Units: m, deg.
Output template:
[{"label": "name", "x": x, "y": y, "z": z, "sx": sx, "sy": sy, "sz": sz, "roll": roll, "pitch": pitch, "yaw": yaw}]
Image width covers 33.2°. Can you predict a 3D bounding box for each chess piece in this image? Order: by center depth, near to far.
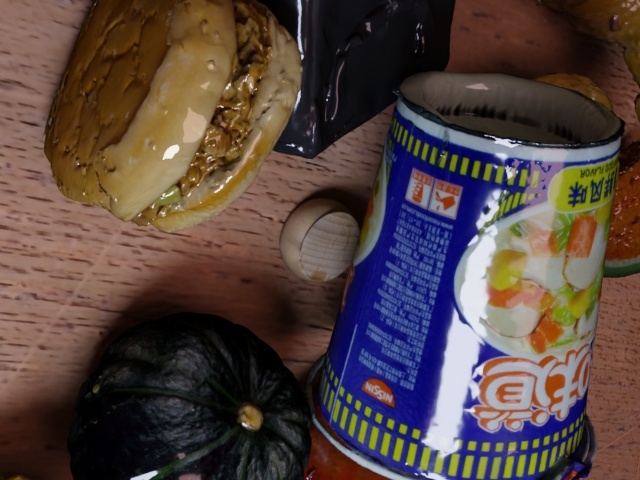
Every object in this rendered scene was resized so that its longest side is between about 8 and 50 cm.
[{"label": "chess piece", "x": 0.000, "y": 0.000, "z": 1.050, "sx": 0.083, "sy": 0.038, "sz": 0.084, "roll": -21, "pitch": 125, "yaw": -33}]

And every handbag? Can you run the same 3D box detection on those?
[{"label": "handbag", "x": 0.035, "y": -0.214, "z": 0.895, "sx": 0.275, "sy": 0.088, "sz": 0.244, "roll": -41, "pitch": 140, "yaw": -48}]

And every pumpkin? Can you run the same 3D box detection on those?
[{"label": "pumpkin", "x": -0.111, "y": 0.170, "z": 0.933, "sx": 0.220, "sy": 0.162, "sz": 0.221, "roll": 26, "pitch": 52, "yaw": -40}]

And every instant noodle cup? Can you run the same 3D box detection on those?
[{"label": "instant noodle cup", "x": 0.142, "y": 0.024, "z": 0.961, "sx": 0.284, "sy": 0.284, "sz": 0.312, "roll": -11, "pitch": 120, "yaw": -36}]

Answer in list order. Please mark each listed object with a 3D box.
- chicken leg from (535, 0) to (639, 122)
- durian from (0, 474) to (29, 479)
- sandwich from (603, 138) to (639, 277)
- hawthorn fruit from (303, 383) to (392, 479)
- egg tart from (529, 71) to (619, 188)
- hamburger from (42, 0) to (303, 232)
[{"label": "chicken leg", "x": 0.346, "y": -0.215, "z": 1.103, "sx": 0.409, "sy": 0.182, "sz": 0.295, "roll": 8, "pitch": 72, "yaw": -28}, {"label": "durian", "x": -0.277, "y": 0.318, "z": 0.911, "sx": 0.195, "sy": 0.185, "sz": 0.305, "roll": 8, "pitch": 111, "yaw": -61}, {"label": "sandwich", "x": 0.349, "y": -0.028, "z": 1.305, "sx": 0.235, "sy": 0.079, "sz": 0.159, "roll": -30, "pitch": 118, "yaw": -29}, {"label": "hawthorn fruit", "x": 0.032, "y": 0.245, "z": 1.086, "sx": 0.185, "sy": 0.202, "sz": 0.185, "roll": -14, "pitch": 120, "yaw": -25}, {"label": "egg tart", "x": 0.217, "y": -0.072, "z": 1.147, "sx": 0.241, "sy": 0.106, "sz": 0.241, "roll": -16, "pitch": 122, "yaw": -28}, {"label": "hamburger", "x": -0.112, "y": -0.106, "z": 0.787, "sx": 0.108, "sy": 0.213, "sz": 0.214, "roll": 22, "pitch": 96, "yaw": -37}]
